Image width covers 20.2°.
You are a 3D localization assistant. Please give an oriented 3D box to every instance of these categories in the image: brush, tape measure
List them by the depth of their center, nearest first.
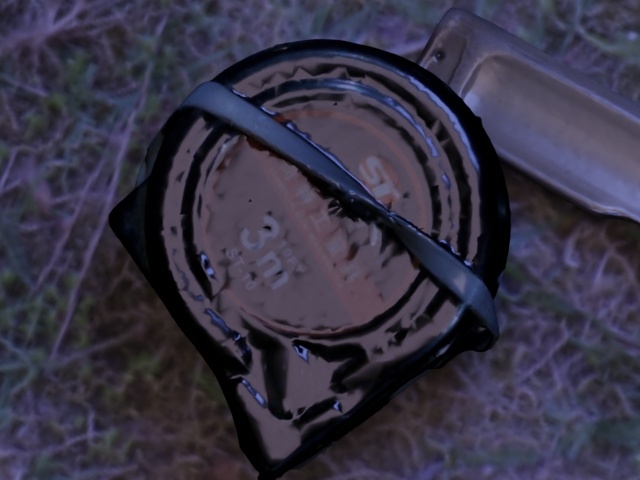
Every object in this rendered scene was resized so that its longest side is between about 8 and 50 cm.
[{"bbox_3d":[0.004,-0.003,0.868,0.181,0.107,0.182,-30,81,4],"label":"tape measure"},{"bbox_3d":[0.186,-0.015,0.885,0.321,0.050,0.060,32,89,16],"label":"brush"}]
